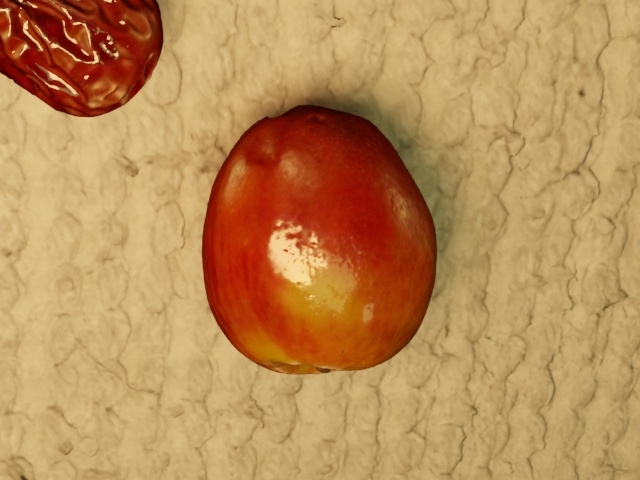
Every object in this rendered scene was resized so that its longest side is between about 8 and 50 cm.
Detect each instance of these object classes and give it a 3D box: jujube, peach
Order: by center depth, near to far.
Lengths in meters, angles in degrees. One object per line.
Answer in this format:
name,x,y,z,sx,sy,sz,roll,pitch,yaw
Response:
jujube,-0.255,-0.215,1.508,0.230,0.155,0.155,31,107,-17
peach,0.000,0.000,1.644,0.238,0.281,0.281,-6,132,40
